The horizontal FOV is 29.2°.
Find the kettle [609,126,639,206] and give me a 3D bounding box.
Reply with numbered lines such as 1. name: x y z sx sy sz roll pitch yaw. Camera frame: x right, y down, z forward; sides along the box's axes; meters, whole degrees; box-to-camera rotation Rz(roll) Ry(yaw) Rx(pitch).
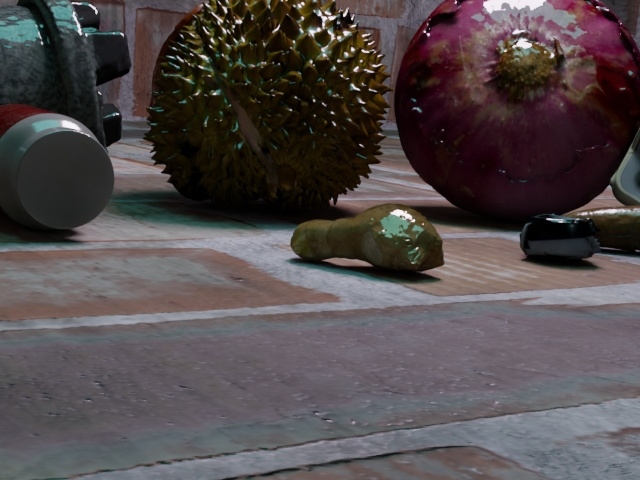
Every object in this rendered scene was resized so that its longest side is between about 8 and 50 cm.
1. kettle: 0.524 -0.083 1.622 0.243 0.210 0.160 26 -15 16

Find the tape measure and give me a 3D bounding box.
1. tape measure: 0.273 -0.004 1.410 0.091 0.054 0.094 3 2 1

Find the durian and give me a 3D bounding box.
1. durian: -0.073 -0.189 1.680 0.347 0.347 0.384 2 40 -15

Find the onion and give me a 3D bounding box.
1. onion: 0.280 -0.204 1.780 0.358 0.358 0.345 3 3 -5

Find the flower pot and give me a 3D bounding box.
1. flower pot: -0.421 -0.210 1.808 0.283 0.299 0.299 -15 16 -27

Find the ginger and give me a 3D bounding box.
1. ginger: 0.053 -0.007 1.267 0.165 0.067 0.096 8 30 27

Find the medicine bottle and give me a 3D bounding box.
1. medicine bottle: -0.321 -0.083 1.391 0.131 0.131 0.250 0 9 -28

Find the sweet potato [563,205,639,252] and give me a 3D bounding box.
1. sweet potato: 0.422 -0.014 1.516 0.273 0.075 0.075 0 8 1
